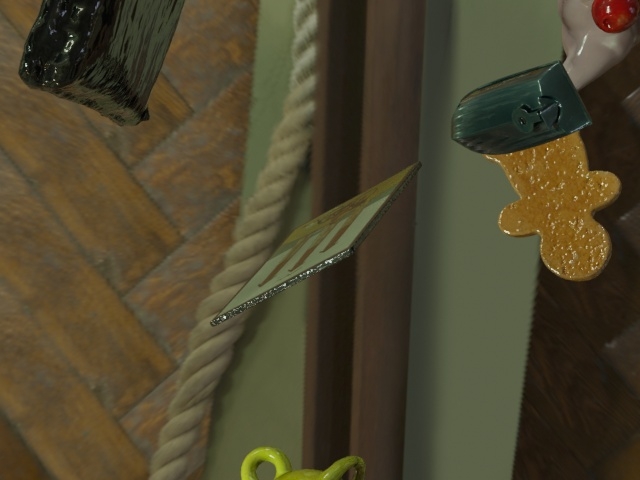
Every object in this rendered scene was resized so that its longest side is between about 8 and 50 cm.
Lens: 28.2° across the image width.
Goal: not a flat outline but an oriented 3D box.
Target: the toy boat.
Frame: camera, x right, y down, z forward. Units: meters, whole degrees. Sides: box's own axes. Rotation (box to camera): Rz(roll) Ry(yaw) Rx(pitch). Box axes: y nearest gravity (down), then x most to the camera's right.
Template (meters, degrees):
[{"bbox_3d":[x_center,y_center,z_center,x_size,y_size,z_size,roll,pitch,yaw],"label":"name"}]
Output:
[{"bbox_3d":[0.142,-0.095,0.959,0.060,0.141,0.055,-36,102,-29],"label":"toy boat"}]

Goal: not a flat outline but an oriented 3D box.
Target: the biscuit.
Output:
[{"bbox_3d":[0.307,-0.057,1.666,0.165,0.036,0.250,-23,64,10],"label":"biscuit"}]

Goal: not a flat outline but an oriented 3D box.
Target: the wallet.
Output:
[{"bbox_3d":[-0.086,-0.129,0.617,0.030,0.285,0.146,21,92,-3],"label":"wallet"}]

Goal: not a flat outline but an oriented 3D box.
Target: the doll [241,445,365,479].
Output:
[{"bbox_3d":[0.035,0.156,0.461,0.129,0.081,0.207,-40,66,-1],"label":"doll"}]

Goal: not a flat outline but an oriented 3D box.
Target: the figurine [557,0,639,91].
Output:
[{"bbox_3d":[0.314,-0.247,1.244,0.186,0.287,0.176,6,131,36],"label":"figurine"}]

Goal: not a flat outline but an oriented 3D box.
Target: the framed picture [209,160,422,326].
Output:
[{"bbox_3d":[0.000,0.000,1.765,0.244,0.324,0.013,-29,100,29],"label":"framed picture"}]
